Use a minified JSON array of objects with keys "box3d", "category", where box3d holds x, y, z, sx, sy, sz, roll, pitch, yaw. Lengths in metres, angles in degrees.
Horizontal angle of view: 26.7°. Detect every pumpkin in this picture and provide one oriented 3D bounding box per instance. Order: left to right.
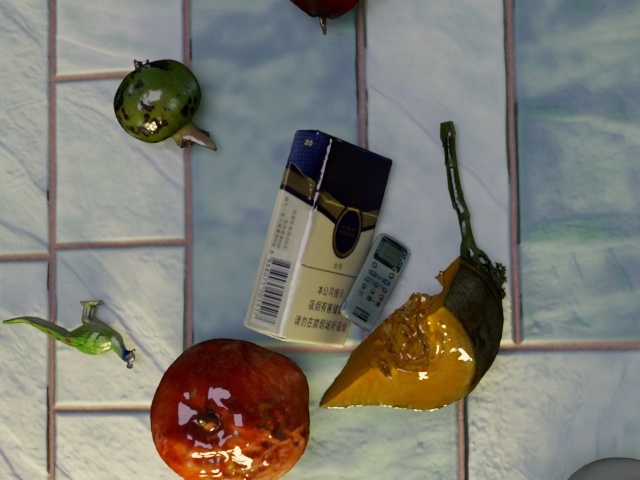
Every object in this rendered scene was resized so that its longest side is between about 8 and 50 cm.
[{"box3d":[0.128,0.147,1.666,0.126,0.131,0.248,40,124,-15],"category":"pumpkin"}]

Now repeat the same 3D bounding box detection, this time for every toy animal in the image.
[{"box3d":[-0.338,0.110,1.847,0.217,0.041,0.075,17,92,20],"category":"toy animal"}]

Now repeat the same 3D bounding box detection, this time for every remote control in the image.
[{"box3d":[0.070,0.053,1.722,0.053,0.018,0.124,34,73,-18],"category":"remote control"}]

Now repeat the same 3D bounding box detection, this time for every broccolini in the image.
[{"box3d":[0.183,-0.029,1.708,0.071,0.057,0.254,-9,86,-29],"category":"broccolini"}]

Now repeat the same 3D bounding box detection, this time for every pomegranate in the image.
[{"box3d":[-0.204,-0.172,1.799,0.122,0.122,0.161,-41,105,9],"category":"pomegranate"}]

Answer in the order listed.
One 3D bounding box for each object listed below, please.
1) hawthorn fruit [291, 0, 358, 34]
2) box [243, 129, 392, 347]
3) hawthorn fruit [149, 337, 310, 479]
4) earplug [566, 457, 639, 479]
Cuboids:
[{"box3d":[0.001,-0.353,1.740,0.148,0.148,0.172,1,105,15],"category":"hawthorn fruit"},{"box3d":[0.000,0.000,1.695,0.071,0.168,0.259,17,92,30],"category":"box"},{"box3d":[-0.124,0.221,1.675,0.207,0.243,0.207,-1,86,12],"category":"hawthorn fruit"},{"box3d":[0.305,0.395,1.595,0.325,0.175,0.214,-31,84,1],"category":"earplug"}]
